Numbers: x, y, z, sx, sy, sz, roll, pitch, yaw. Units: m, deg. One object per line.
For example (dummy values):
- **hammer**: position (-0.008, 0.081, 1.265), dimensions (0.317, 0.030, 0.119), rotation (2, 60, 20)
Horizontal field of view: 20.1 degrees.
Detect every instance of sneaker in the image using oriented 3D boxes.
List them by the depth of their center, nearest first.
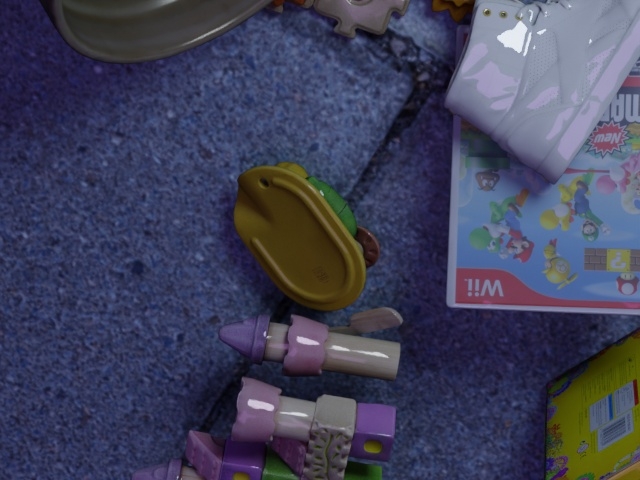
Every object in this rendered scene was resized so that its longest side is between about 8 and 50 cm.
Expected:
- **sneaker**: position (0.235, -0.221, 1.736), dimensions (0.169, 0.108, 0.292), rotation (33, 93, 5)

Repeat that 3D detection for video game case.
- **video game case**: position (0.231, -0.071, 1.795), dimensions (0.204, 0.025, 0.285), rotation (2, 88, 7)

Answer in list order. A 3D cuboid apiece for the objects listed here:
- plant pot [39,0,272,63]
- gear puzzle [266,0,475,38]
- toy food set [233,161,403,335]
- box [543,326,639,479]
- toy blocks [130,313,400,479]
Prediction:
- **plant pot**: position (-0.170, -0.371, 1.644), dimensions (0.323, 0.323, 0.280), rotation (-44, 68, 21)
- **gear puzzle**: position (0.019, -0.289, 1.791), dimensions (0.339, 0.044, 0.175), rotation (20, 113, 0)
- **toy food set**: position (0.000, 0.000, 1.902), dimensions (0.128, 0.071, 0.218), rotation (-25, 105, 42)
- **box**: position (0.374, 0.268, 1.825), dimensions (0.177, 0.290, 0.279), rotation (-33, 104, 18)
- **toy blocks**: position (-0.071, 0.261, 1.848), dimensions (0.260, 0.309, 0.289), rotation (10, 128, -2)
